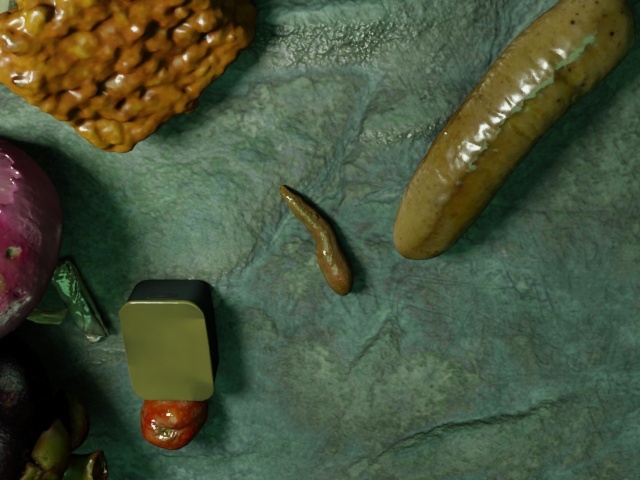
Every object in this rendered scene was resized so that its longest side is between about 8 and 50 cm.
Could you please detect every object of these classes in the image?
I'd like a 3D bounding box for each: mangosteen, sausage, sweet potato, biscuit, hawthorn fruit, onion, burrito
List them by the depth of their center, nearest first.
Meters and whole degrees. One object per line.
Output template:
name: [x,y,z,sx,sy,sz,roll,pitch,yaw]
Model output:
biscuit: [-0.264,-0.275,1.346,0.318,0.110,0.312,-36,148,11]
sausage: [0.251,-0.156,1.431,0.136,0.123,0.501,16,124,-37]
onion: [-0.562,0.022,1.496,0.358,0.358,0.345,9,131,1]
sweet potato: [0.000,0.000,1.589,0.050,0.050,0.214,-22,110,17]
mangosteen: [-0.576,0.312,1.664,0.435,0.382,0.382,14,125,-37]
burrito: [-0.411,0.105,1.696,0.051,0.042,0.171,-15,113,17]
hawthorn fruit: [-0.257,0.305,1.747,0.128,0.128,0.128,3,119,5]

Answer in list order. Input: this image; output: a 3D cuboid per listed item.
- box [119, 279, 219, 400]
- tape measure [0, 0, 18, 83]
box: [-0.248,0.165,1.681,0.144,0.090,0.201,-1,119,7]
tape measure: [-0.465,-0.376,1.345,0.231,0.133,0.271,46,146,11]
